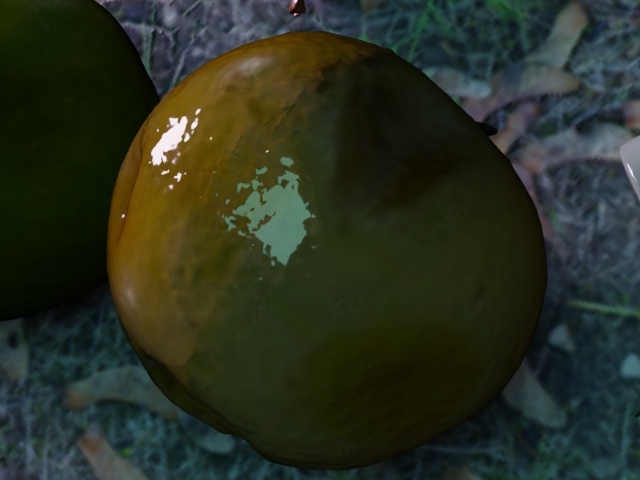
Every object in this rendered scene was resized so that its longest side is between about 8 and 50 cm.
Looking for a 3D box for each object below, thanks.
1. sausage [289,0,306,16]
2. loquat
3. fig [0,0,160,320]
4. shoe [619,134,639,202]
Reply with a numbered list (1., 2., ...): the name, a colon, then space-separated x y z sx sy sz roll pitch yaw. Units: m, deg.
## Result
1. sausage: -0.009 -0.289 1.000 0.053 0.053 0.348 -2 76 16
2. loquat: 0.004 0.002 0.851 0.213 0.213 0.213 -4 76 16
3. fig: -0.179 -0.046 0.934 0.181 0.191 0.181 14 113 35
4. shoe: 0.235 0.045 0.826 0.110 0.095 0.265 -28 68 8
